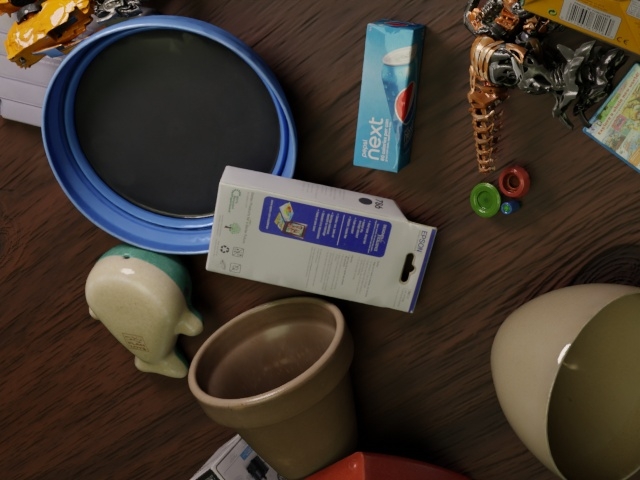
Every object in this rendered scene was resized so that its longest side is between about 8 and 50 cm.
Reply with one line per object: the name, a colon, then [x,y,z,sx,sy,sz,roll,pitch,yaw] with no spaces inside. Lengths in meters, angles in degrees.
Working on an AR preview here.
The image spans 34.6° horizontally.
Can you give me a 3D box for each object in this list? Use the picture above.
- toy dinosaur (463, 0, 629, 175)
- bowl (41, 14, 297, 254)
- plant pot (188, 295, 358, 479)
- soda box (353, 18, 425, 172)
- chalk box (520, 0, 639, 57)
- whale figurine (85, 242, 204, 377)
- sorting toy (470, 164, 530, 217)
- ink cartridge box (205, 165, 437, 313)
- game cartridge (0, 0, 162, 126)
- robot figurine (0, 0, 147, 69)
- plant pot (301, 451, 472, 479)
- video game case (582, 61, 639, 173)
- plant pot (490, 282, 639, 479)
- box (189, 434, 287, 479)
toy dinosaur: [0.284,-0.251,1.397,0.218,0.164,0.322,27,135,27]
bowl: [-0.226,-0.160,1.580,0.391,0.077,0.391,3,122,5]
plant pot: [-0.049,0.255,1.635,0.263,0.263,0.229,-9,120,24]
soda box: [0.100,-0.211,1.501,0.071,0.067,0.210,12,112,18]
chalk box: [0.388,-0.401,1.227,0.180,0.179,0.289,26,71,11]
whale figurine: [-0.286,0.114,1.747,0.216,0.141,0.272,6,134,20]
sorting toy: [0.271,-0.069,1.500,0.102,0.042,0.061,-34,77,39]
ink cartridge box: [0.000,0.000,1.572,0.332,0.065,0.165,13,121,-1]
game cartridge: [-0.388,-0.285,1.678,0.355,0.068,0.230,15,108,16]
robot figurine: [-0.366,-0.394,1.570,0.291,0.085,0.211,-27,74,8]
plant pot: [0.074,0.479,1.581,0.267,0.267,0.235,-33,127,27]
video game case: [0.462,-0.148,1.406,0.166,0.015,0.119,38,117,6]
plant pot: [0.350,0.179,1.444,0.191,0.284,0.284,24,121,52]
box: [-0.087,0.479,1.751,0.087,0.169,0.290,-39,89,25]
